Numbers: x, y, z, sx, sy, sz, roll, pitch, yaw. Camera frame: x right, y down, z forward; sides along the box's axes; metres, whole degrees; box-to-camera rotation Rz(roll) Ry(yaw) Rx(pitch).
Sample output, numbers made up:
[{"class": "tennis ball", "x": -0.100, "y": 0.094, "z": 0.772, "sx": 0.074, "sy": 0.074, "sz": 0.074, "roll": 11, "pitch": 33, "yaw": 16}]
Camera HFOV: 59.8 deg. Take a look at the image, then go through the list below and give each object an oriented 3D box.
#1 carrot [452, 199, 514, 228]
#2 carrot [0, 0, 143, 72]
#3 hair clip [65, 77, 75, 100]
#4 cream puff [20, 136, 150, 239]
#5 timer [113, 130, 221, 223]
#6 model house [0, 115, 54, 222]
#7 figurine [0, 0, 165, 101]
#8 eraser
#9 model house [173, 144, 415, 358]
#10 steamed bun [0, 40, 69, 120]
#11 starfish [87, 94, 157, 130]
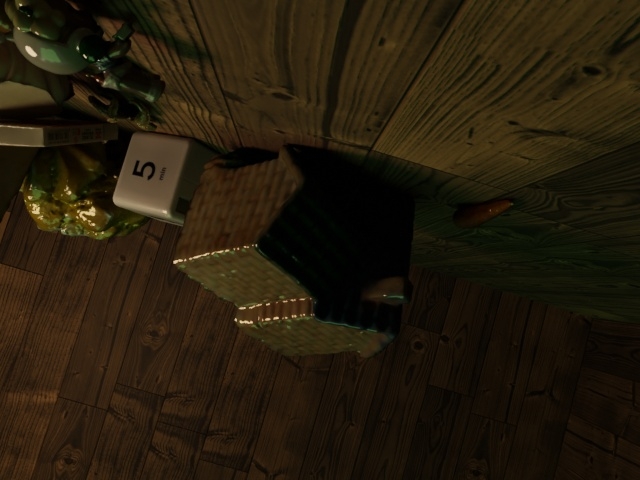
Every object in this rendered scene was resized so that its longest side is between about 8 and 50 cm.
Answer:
[{"class": "carrot", "x": 0.316, "y": -0.054, "z": 1.075, "sx": 0.048, "sy": 0.048, "sz": 0.216, "roll": 17, "pitch": 171, "yaw": -11}, {"class": "carrot", "x": -0.340, "y": -0.271, "z": 0.779, "sx": 0.049, "sy": 0.049, "sz": 0.254, "roll": 13, "pitch": 178, "yaw": 37}, {"class": "hair clip", "x": -0.578, "y": -0.286, "z": 0.961, "sx": 0.090, "sy": 0.137, "sz": 0.278, "roll": -17, "pitch": 160, "yaw": 33}, {"class": "cream puff", "x": -0.605, "y": -0.178, "z": 1.465, "sx": 0.377, "sy": 0.276, "sz": 0.378, "roll": 10, "pitch": -144, "yaw": -8}, {"class": "timer", "x": -0.356, "y": -0.142, "z": 1.372, "sx": 0.194, "sy": 0.195, "sz": 0.192, "roll": 14, "pitch": 175, "yaw": 29}, {"class": "model house", "x": -0.887, "y": -0.249, "z": 1.227, "sx": 0.342, "sy": 0.335, "sz": 0.382, "roll": 11, "pitch": 164, "yaw": 32}, {"class": "figurine", "x": -0.280, "y": -0.238, "z": 0.674, "sx": 0.197, "sy": 0.094, "sz": 0.147, "roll": 10, "pitch": -157, "yaw": -40}, {"class": "eraser", "x": -0.488, "y": -0.193, "z": 0.986, "sx": 0.157, "sy": 0.038, "sz": 0.230, "roll": 4, "pitch": -166, "yaw": 8}, {"class": "model house", "x": 0.000, "y": 0.000, "z": 1.190, "sx": 0.399, "sy": 0.395, "sz": 0.445, "roll": -8, "pitch": 143, "yaw": 38}, {"class": "steamed bun", "x": -0.491, "y": -0.263, "z": 0.877, "sx": 0.182, "sy": 0.106, "sz": 0.183, "roll": -5, "pitch": 173, "yaw": -1}, {"class": "starfish", "x": -0.405, "y": -0.252, "z": 1.140, "sx": 0.150, "sy": 0.053, "sz": 0.209, "roll": 25, "pitch": 173, "yaw": -35}]
